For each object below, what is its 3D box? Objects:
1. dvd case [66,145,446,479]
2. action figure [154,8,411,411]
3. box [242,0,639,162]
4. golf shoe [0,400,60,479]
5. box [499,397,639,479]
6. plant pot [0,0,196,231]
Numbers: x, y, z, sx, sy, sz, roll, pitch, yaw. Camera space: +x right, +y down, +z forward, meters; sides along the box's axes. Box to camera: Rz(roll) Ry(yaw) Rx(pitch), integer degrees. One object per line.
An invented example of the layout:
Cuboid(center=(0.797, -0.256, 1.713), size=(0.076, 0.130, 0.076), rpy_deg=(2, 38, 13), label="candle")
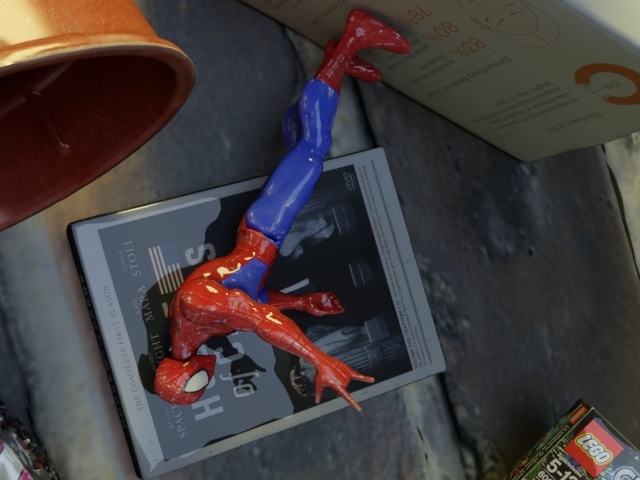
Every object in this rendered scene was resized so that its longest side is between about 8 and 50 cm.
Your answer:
Cuboid(center=(-0.038, 0.044, 0.636), size=(0.239, 0.030, 0.179), rpy_deg=(-16, 91, -23), label="dvd case")
Cuboid(center=(0.000, 0.000, 0.588), size=(0.139, 0.091, 0.280), rpy_deg=(34, 73, -6), label="action figure")
Cuboid(center=(0.094, -0.217, 0.612), size=(0.345, 0.215, 0.168), rpy_deg=(27, 75, -18), label="box")
Cuboid(center=(-0.191, 0.173, 0.541), size=(0.086, 0.067, 0.186), rpy_deg=(-31, 97, -20), label="golf shoe")
Cuboid(center=(0.224, 0.254, 0.654), size=(0.233, 0.044, 0.159), rpy_deg=(43, 94, 3), label="box")
Cuboid(center=(-0.245, -0.141, 0.459), size=(0.273, 0.272, 0.265), rpy_deg=(-27, 87, -22), label="plant pot")
